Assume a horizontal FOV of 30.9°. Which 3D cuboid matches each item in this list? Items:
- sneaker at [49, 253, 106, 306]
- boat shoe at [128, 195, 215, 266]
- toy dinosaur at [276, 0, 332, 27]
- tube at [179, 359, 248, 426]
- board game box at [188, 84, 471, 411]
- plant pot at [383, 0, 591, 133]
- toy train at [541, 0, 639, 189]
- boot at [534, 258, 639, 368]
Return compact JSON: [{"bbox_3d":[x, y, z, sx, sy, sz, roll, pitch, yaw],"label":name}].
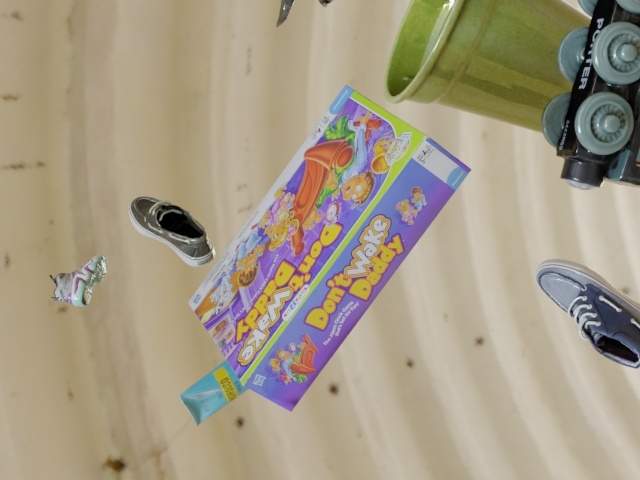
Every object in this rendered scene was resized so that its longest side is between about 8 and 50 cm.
[{"bbox_3d":[-0.344,0.051,1.616,0.069,0.038,0.098,5,-144,14],"label":"sneaker"},{"bbox_3d":[-0.265,-0.035,2.047,0.078,0.070,0.219,-38,-130,-27],"label":"boat shoe"},{"bbox_3d":[-0.001,-0.490,1.901,0.160,0.313,0.121,46,-135,10],"label":"toy dinosaur"},{"bbox_3d":[-0.090,0.160,1.512,0.207,0.080,0.052,-36,-133,-14],"label":"tube"},{"bbox_3d":[0.000,0.000,1.393,0.078,0.347,0.233,34,-175,-30],"label":"board game box"},{"bbox_3d":[0.266,-0.283,1.699,0.254,0.276,0.276,21,-149,-13],"label":"plant pot"},{"bbox_3d":[0.402,-0.215,1.445,0.190,0.333,0.142,14,-178,-16],"label":"toy train"},{"bbox_3d":[0.366,0.096,1.564,0.190,0.069,0.086,28,-140,17],"label":"boot"}]
